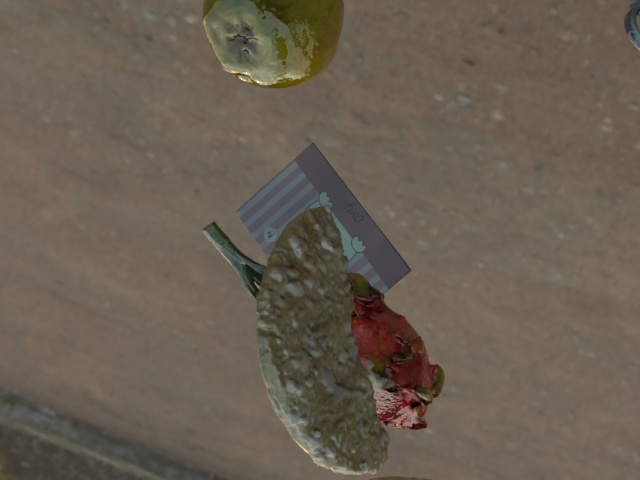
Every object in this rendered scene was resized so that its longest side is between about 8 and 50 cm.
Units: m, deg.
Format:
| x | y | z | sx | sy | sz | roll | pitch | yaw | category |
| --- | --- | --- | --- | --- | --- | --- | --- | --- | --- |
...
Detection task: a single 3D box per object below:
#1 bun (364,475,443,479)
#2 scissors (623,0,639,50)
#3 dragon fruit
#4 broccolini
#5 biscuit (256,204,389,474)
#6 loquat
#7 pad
| x | y | z | sx | sy | sz | roll | pitch | yaw | category |
| --- | --- | --- | --- | --- | --- | --- | --- | --- | --- |
| 0.169 | 0.416 | 1.535 | 0.365 | 0.202 | 0.364 | 8 | -177 | 0 | bun |
| 0.518 | -0.436 | 2.003 | 0.256 | 0.383 | 0.029 | 45 | 137 | 7 | scissors |
| 0.046 | 0.118 | 1.356 | 0.207 | 0.150 | 0.133 | 59 | 154 | 31 | dragon fruit |
| -0.072 | 0.059 | 1.543 | 0.203 | 0.068 | 0.091 | 35 | 164 | -15 | broccolini |
| -0.005 | 0.099 | 1.113 | 0.032 | 0.249 | 0.133 | -10 | -176 | 36 | biscuit |
| -0.056 | -0.337 | 1.869 | 0.214 | 0.246 | 0.213 | 17 | 126 | 25 | loquat |
| 0.000 | 0.000 | 2.261 | 0.299 | 0.202 | 0.005 | 54 | -164 | 16 | pad |
